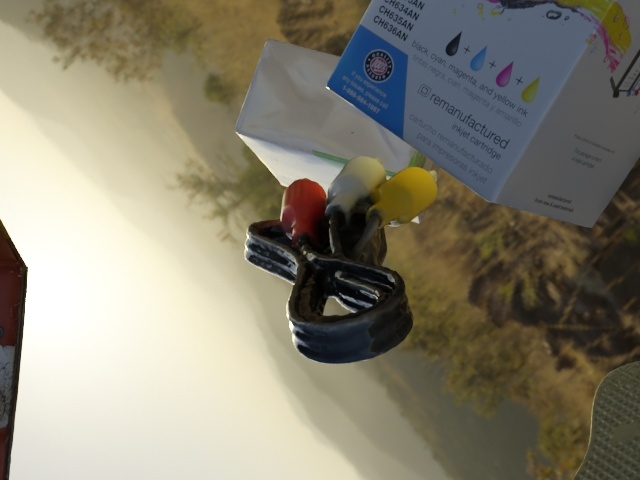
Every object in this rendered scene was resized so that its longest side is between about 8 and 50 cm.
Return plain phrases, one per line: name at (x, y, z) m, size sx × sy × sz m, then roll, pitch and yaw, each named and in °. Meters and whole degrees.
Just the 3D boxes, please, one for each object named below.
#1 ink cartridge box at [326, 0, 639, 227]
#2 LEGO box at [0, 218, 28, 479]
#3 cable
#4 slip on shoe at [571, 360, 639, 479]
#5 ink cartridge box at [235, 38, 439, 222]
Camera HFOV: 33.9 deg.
ink cartridge box at (0.158, -0.156, 0.737) m, size 0.171 × 0.233 × 0.168 m, roll 40°, pitch -161°, yaw 34°
LEGO box at (-0.472, 0.014, 0.820) m, size 0.372 × 0.193 × 0.500 m, roll 0°, pitch -159°, yaw -28°
cable at (0.000, 0.000, 0.659) m, size 0.287 × 0.139 × 0.072 m, roll -56°, pitch -41°, yaw -74°
slip on shoe at (0.291, 0.247, 0.980) m, size 0.123 × 0.331 × 0.101 m, roll -15°, pitch 114°, yaw 33°
ink cartridge box at (0.042, -0.116, 1.297) m, size 0.207 × 0.119 × 0.353 m, roll 16°, pitch 174°, yaw 11°
